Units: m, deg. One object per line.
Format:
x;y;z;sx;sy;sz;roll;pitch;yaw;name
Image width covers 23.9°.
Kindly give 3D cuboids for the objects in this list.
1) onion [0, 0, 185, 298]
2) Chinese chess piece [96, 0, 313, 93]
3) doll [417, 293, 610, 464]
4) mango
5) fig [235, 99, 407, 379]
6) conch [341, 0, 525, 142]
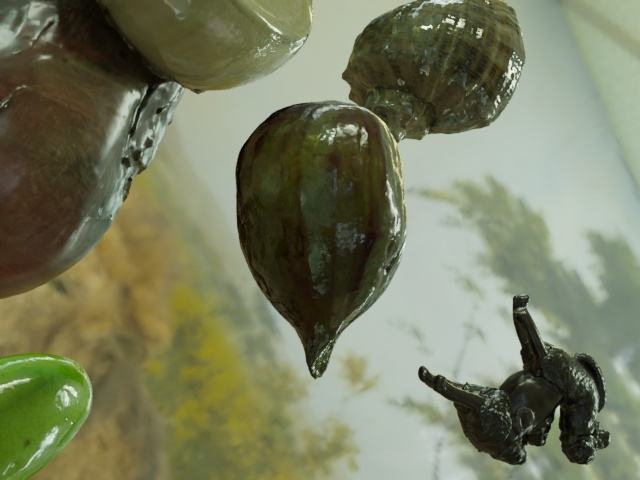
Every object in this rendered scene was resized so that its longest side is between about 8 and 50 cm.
-0.290;-0.115;1.301;0.354;0.353;0.353;62;-1;1;onion
-0.106;-0.243;1.240;0.250;0.103;0.250;48;28;-35;Chinese chess piece
0.181;0.138;1.311;0.165;0.139;0.057;54;-14;-14;doll
-0.159;0.092;0.744;0.056;0.108;0.073;40;-42;30;mango
0.000;0.000;0.853;0.109;0.103;0.155;23;68;-60;fig
0.143;-0.249;2.022;0.210;0.291;0.159;20;-8;40;conch
